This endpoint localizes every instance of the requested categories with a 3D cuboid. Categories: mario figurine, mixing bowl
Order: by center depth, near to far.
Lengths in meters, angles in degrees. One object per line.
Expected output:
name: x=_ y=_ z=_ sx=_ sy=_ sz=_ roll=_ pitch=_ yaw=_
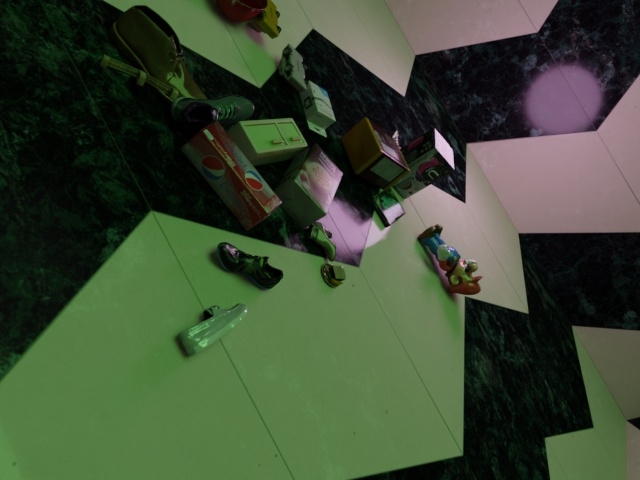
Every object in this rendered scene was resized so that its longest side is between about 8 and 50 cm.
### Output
mixing bowl: x=-0.277 y=-0.797 z=1.737 sx=0.181 sy=0.098 sz=0.181 roll=22 pitch=47 yaw=-26
mario figurine: x=0.546 y=0.070 z=2.092 sx=0.198 sy=0.170 sz=0.321 roll=-29 pitch=79 yaw=-24

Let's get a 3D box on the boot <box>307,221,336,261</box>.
boot: x=0.000 y=0.000 z=1.538 sx=0.087 sy=0.042 sz=0.118 roll=21 pitch=47 yaw=-36

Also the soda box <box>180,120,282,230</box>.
soda box: x=-0.221 y=-0.160 z=1.309 sx=0.263 sy=0.092 sz=0.083 roll=52 pitch=32 yaw=-11

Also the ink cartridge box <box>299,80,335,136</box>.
ink cartridge box: x=-0.008 y=-0.474 z=1.891 sx=0.104 sy=0.060 sz=0.180 roll=15 pitch=52 yaw=-48

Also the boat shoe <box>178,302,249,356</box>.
boat shoe: x=-0.220 y=0.168 z=1.079 sx=0.184 sy=0.066 sz=0.063 roll=-36 pitch=95 yaw=-48

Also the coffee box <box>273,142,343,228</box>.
coffee box: x=-0.033 y=-0.169 z=1.568 sx=0.141 sy=0.098 sz=0.246 roll=47 pitch=34 yaw=-19

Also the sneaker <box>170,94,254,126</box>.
sneaker: x=-0.259 y=-0.320 z=1.328 sx=0.223 sy=0.083 sz=0.098 roll=-12 pitch=30 yaw=-31

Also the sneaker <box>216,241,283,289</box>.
sneaker: x=-0.164 y=0.051 z=1.229 sx=0.188 sy=0.078 sz=0.067 roll=34 pitch=39 yaw=-33

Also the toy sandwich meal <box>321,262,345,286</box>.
toy sandwich meal: x=0.039 y=0.097 z=1.513 sx=0.085 sy=0.029 sz=0.086 roll=34 pitch=40 yaw=-34

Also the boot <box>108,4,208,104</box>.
boot: x=-0.379 y=-0.444 z=1.311 sx=0.305 sy=0.115 sz=0.112 roll=46 pitch=31 yaw=-23

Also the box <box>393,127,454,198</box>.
box: x=0.409 y=-0.311 z=2.151 sx=0.142 sy=0.247 sz=0.163 roll=41 pitch=37 yaw=-25

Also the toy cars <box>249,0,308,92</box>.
toy cars: x=-0.155 y=-0.690 z=1.850 sx=0.394 sy=0.087 sz=0.176 roll=63 pitch=26 yaw=-1

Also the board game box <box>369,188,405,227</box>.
board game box: x=0.259 y=-0.130 z=2.005 sx=0.126 sy=0.026 sz=0.186 roll=58 pitch=32 yaw=-1

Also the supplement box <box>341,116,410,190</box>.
supplement box: x=0.209 y=-0.324 z=1.977 sx=0.194 sy=0.129 sz=0.191 roll=24 pitch=37 yaw=-42

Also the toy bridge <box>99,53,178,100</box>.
toy bridge: x=-0.429 y=-0.390 z=1.252 sx=0.188 sy=0.026 sz=0.063 roll=21 pitch=18 yaw=-30

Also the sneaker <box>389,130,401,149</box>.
sneaker: x=0.320 y=-0.417 z=2.294 sx=0.075 sy=0.063 sz=0.170 roll=45 pitch=40 yaw=-21

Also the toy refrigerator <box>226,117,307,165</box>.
toy refrigerator: x=-0.153 y=-0.286 z=1.507 sx=0.102 sy=0.094 sz=0.269 roll=60 pitch=32 yaw=3
